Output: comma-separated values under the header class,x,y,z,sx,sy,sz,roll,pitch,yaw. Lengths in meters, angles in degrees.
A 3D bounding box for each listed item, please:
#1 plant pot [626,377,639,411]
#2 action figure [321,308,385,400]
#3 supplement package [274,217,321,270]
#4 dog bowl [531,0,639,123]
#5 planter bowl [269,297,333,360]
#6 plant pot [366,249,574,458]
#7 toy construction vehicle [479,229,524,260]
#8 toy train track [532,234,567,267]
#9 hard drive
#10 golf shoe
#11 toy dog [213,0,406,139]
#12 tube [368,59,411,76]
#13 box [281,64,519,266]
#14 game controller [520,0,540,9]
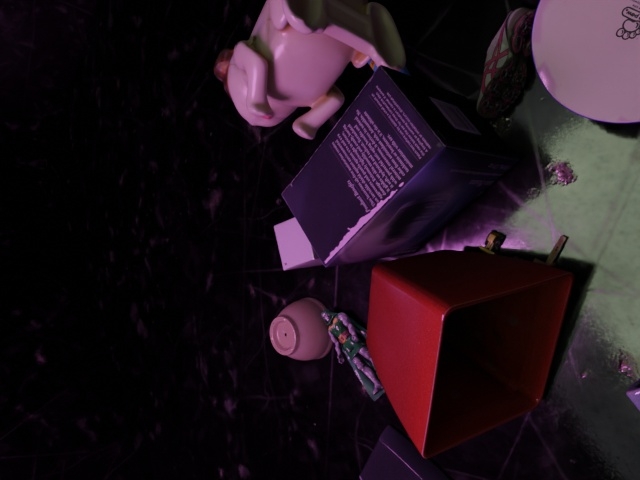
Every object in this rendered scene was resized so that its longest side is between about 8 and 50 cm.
class,x,y,z,sx,sy,sz,roll,pitch,yaw
plant pot,0.551,0.209,0.473,0.248,0.247,0.252,-45,62,46
action figure,0.078,0.248,1.071,0.232,0.063,0.137,47,119,32
supplement package,0.000,0.000,1.043,0.105,0.179,0.105,-20,80,42
dog bowl,0.441,-0.298,0.628,0.264,0.104,0.265,14,113,35
planter bowl,-0.060,0.234,1.163,0.162,0.109,0.162,4,96,43
plant pot,0.220,0.149,0.788,0.235,0.267,0.268,37,131,54
toy construction vehicle,0.326,0.043,0.842,0.086,0.035,0.098,38,117,35
toy train track,0.402,0.030,0.787,0.048,0.014,0.083,37,111,43
hard drive,0.200,0.550,0.979,0.254,0.054,0.172,37,117,35
golf shoe,0.327,-0.311,0.808,0.086,0.067,0.186,-116,41,-57
toy dog,-0.081,-0.423,1.010,0.408,0.284,0.396,-30,66,48
tube,0.153,-0.360,0.973,0.080,0.052,0.207,-38,62,30
box,0.145,-0.113,0.825,0.294,0.296,0.183,-47,63,35
game controller,0.359,-0.507,0.769,0.319,0.067,0.167,51,138,29
